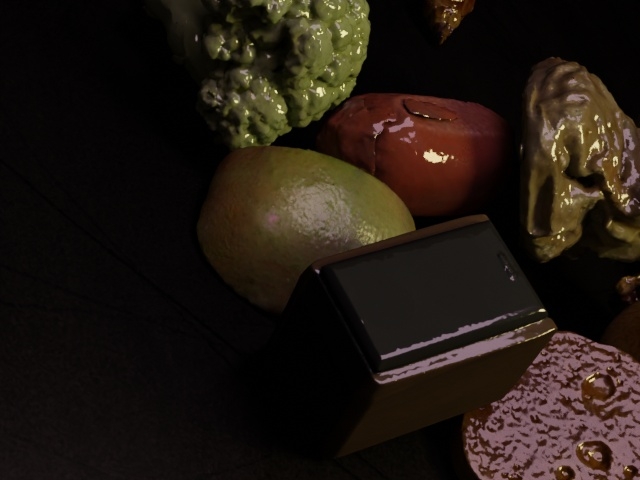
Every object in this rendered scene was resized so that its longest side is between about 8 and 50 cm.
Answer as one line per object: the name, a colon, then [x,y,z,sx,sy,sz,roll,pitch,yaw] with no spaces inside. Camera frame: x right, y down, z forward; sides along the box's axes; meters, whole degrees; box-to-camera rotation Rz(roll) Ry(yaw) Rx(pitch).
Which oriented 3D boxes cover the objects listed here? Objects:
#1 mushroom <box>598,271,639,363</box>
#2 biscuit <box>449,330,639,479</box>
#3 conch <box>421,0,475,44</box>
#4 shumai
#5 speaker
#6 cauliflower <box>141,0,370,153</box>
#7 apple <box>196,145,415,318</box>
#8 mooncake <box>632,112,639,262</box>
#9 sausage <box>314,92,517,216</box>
mushroom: [0.469,0.147,1.611,0.263,0.195,0.283,-36,63,-15]
biscuit: [0.282,0.222,1.448,0.273,0.049,0.257,19,55,-3]
conch: [0.201,-0.389,1.992,0.080,0.086,0.232,30,42,-13]
shumai: [0.383,-0.100,1.668,0.262,0.267,0.314,2,10,7]
speaker: [0.090,0.098,1.338,0.231,0.192,0.153,-15,63,-29]
cauliflower: [-0.080,-0.256,1.514,0.281,0.260,0.327,13,82,-5]
apple: [0.000,0.000,1.444,0.265,0.120,0.193,22,54,-19]
mooncake: [0.539,-0.063,1.899,0.284,0.155,0.284,20,44,-21]
sausage: [0.119,-0.105,1.607,0.280,0.152,0.152,2,52,-37]
